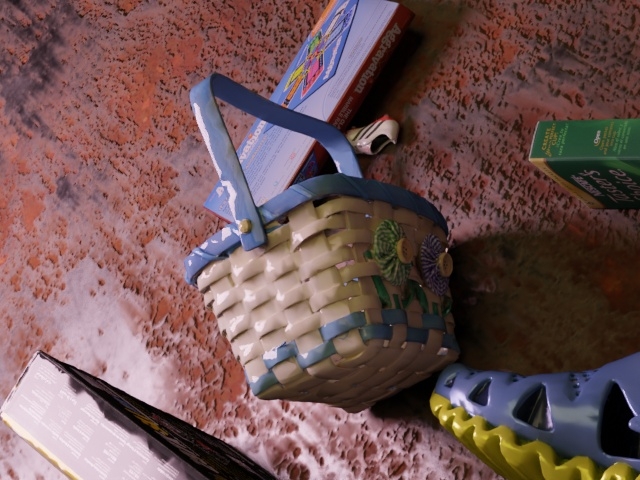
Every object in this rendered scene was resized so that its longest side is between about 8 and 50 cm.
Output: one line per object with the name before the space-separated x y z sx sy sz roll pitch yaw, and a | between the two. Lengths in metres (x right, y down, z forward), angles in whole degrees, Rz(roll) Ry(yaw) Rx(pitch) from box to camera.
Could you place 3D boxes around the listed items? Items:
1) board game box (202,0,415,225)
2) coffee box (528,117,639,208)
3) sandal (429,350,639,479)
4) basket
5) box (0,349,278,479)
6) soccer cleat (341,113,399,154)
board game box | -0.016 -0.133 1.546 0.281 0.027 0.145 -58 32 -2
coffee box | 0.278 -0.062 1.210 0.184 0.113 0.040 3 71 40
sandal | 0.230 0.146 1.132 0.317 0.126 0.138 16 73 36
basket | 0.000 0.000 1.322 0.201 0.255 0.289 -34 67 23
box | -0.094 0.226 1.257 0.322 0.257 0.079 27 86 46
soccer cleat | 0.044 -0.100 1.495 0.083 0.029 0.035 -21 49 25
